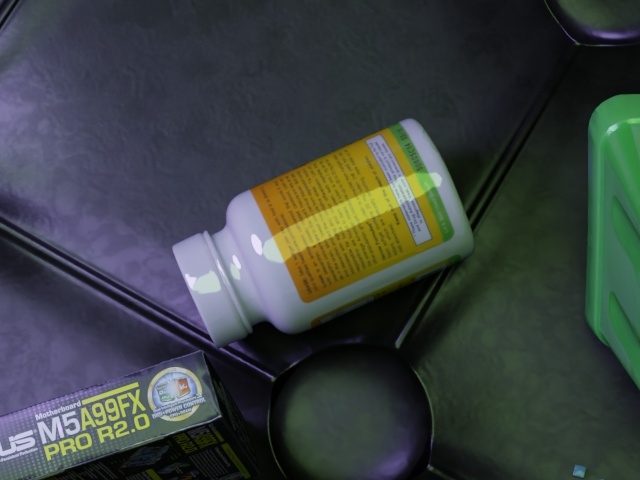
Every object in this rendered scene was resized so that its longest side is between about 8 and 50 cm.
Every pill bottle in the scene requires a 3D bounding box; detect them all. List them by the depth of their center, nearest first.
[{"bbox_3d":[0.000,0.000,1.733,0.246,0.136,0.136,-24,72,-3],"label":"pill bottle"}]

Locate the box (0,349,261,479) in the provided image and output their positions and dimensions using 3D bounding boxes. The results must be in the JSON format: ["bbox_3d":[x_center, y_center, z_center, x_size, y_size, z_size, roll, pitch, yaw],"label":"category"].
[{"bbox_3d":[-0.172,0.179,1.624,0.216,0.270,0.060,-19,73,0],"label":"box"}]

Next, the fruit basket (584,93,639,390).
[{"bbox_3d":[0.411,-0.044,1.687,0.392,0.283,0.392,-3,29,1],"label":"fruit basket"}]

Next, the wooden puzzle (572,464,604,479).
[{"bbox_3d":[0.227,0.236,1.706,0.049,0.006,0.083,-9,72,2],"label":"wooden puzzle"}]
